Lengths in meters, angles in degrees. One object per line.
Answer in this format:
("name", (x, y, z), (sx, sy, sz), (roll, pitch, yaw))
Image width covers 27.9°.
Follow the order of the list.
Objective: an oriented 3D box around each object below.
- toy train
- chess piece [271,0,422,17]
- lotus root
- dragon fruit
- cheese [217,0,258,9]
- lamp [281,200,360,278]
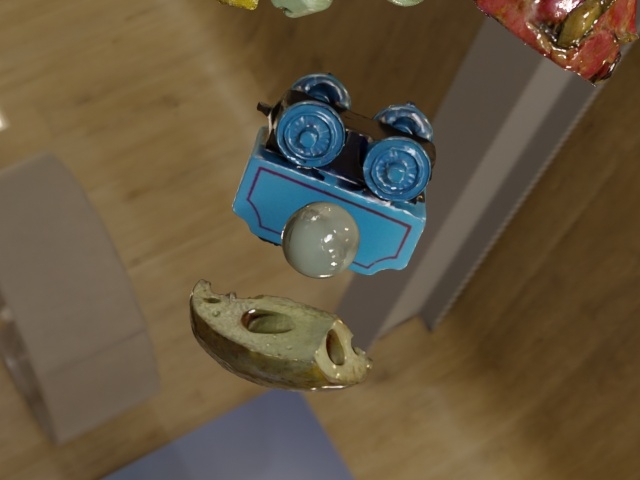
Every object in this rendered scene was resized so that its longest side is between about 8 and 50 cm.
("toy train", (0.022, -0.100, 1.994), (0.188, 0.300, 0.265), (-80, -169, -64))
("chess piece", (0.050, -0.470, 2.190), (0.299, 0.194, 0.195), (-10, -72, 41))
("lotus root", (-0.085, 0.185, 2.144), (0.314, 0.142, 0.210), (6, -42, 32))
("dragon fruit", (0.266, -0.299, 1.478), (0.282, 0.147, 0.211), (32, 18, -21))
("cheese", (-0.097, -0.428, 1.687), (0.064, 0.156, 0.250), (-61, 161, -62))
("lamp", (0.000, 0.000, 1.697), (0.105, 0.105, 0.105), (51, -23, 32))
